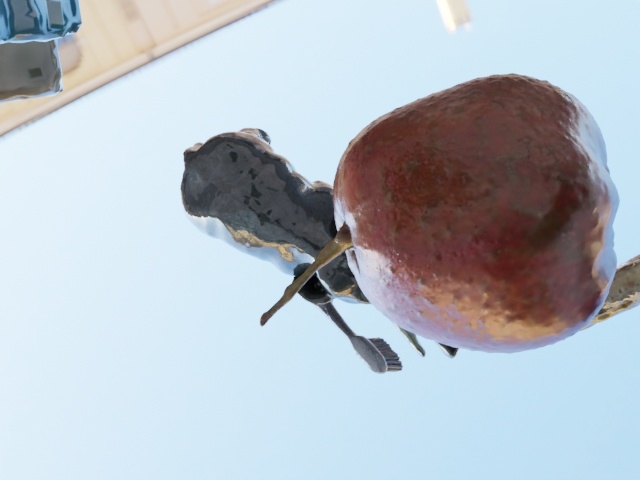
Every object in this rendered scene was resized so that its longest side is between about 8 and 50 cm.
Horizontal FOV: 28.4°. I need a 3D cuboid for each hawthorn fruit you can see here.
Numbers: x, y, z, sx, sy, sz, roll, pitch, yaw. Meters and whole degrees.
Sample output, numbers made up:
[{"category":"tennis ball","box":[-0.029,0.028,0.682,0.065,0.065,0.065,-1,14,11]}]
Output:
[{"category":"hawthorn fruit","box":[0.065,-0.011,0.725,0.204,0.162,0.162,-2,-146,-4]}]

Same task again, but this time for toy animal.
[{"category":"toy animal","box":[0.006,0.001,0.927,0.270,0.137,0.082,35,-77,17]}]

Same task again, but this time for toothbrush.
[{"category":"toothbrush","box":[-0.006,0.045,1.247,0.031,0.023,0.321,5,-156,-32]}]

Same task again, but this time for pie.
[{"category":"pie","box":[0.323,0.033,1.248,0.195,0.046,0.195,-26,174,-3]}]

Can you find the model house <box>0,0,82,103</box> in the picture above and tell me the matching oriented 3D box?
[{"category":"model house","box":[-0.160,-0.153,0.321,0.194,0.267,0.325,-7,-167,-17]}]
